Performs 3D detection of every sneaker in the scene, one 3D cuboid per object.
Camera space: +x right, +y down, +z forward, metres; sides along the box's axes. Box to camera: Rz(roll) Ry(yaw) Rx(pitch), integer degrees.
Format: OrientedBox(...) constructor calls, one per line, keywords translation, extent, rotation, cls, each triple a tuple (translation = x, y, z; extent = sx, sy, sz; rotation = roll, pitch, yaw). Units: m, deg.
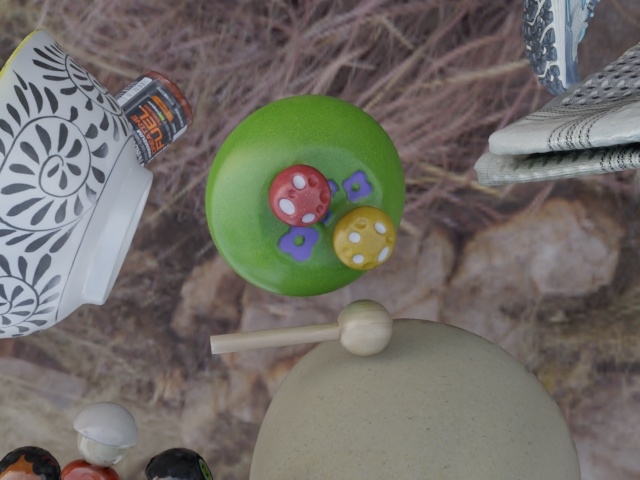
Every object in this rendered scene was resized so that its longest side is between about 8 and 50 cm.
OrientedBox(translation=(0.326, -0.326, 1.471), extent=(0.122, 0.283, 0.110), rotation=(-3, -179, -7), cls="sneaker")

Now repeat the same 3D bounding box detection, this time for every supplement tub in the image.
OrientedBox(translation=(-0.282, -0.148, 1.653), extent=(0.106, 0.198, 0.106), rotation=(33, 152, 21), cls="supplement tub")

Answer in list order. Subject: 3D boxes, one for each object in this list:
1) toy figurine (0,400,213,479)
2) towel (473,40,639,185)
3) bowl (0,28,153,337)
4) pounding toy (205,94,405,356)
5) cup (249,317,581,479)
OrientedBox(translation=(-0.216, 0.212, 0.948), extent=(0.209, 0.148, 0.213), rotation=(16, -177, -37), cls="toy figurine")
OrientedBox(translation=(0.314, -0.141, 0.939), extent=(0.324, 0.312, 0.056), rotation=(-5, 116, 57), cls="towel")
OrientedBox(translation=(-0.136, -0.015, 0.595), extent=(0.080, 0.170, 0.170), rotation=(20, 140, -6), cls="bowl")
OrientedBox(translation=(0.000, 0.000, 0.988), extent=(0.182, 0.110, 0.237), rotation=(-2, 106, -17), cls="pounding toy")
OrientedBox(translation=(0.066, 0.266, 1.069), extent=(0.331, 0.237, 0.331), rotation=(4, 106, 15), cls="cup")
